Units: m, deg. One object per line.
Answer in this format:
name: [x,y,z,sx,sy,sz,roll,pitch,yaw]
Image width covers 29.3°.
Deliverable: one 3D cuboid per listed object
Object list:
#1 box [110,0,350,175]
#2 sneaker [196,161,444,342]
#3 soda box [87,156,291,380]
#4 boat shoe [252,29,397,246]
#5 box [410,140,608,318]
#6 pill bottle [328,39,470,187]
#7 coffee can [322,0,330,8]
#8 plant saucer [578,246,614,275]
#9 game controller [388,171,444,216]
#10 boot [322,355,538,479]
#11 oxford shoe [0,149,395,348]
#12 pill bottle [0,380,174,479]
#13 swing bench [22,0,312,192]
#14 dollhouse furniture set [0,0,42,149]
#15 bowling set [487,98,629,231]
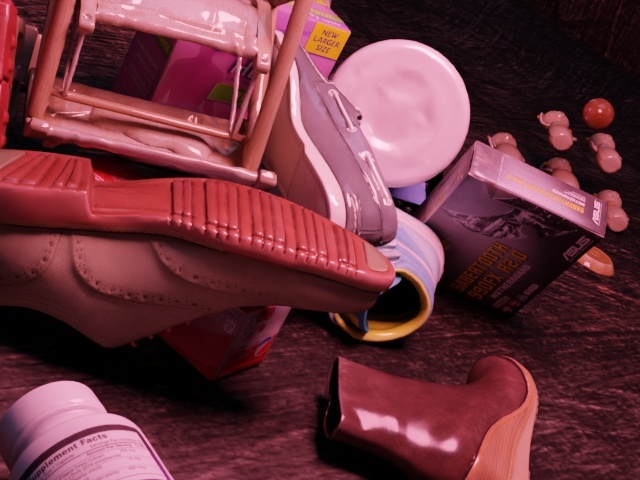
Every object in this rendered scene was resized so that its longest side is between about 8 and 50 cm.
box: [-0.120,-0.206,1.520,0.214,0.243,0.117,12,27,-34]
sneaker: [0.000,0.000,1.377,0.319,0.127,0.208,24,22,-7]
soda box: [-0.158,0.022,1.208,0.263,0.083,0.092,37,24,22]
boat shoe: [-0.001,-0.111,1.355,0.099,0.116,0.319,3,46,-26]
box: [0.212,-0.007,1.498,0.183,0.231,0.056,24,54,-11]
pill bottle: [0.086,-0.165,1.578,0.176,0.176,0.318,26,6,-4]
coffee can: [-0.077,-0.427,2.074,0.202,0.201,0.275,25,23,-8]
plant saucer: [0.432,0.026,1.935,0.083,0.015,0.083,24,23,-11]
game controller: [0.096,-0.084,1.728,0.167,0.067,0.319,24,23,-9]
boot: [0.109,0.156,1.216,0.207,0.090,0.248,27,27,-8]
oxford shoe: [-0.135,0.023,1.084,0.397,0.146,0.140,12,18,-3]
pill bottle: [-0.151,0.188,0.842,0.108,0.108,0.193,5,32,-43]
swing bench: [-0.162,-0.197,1.283,0.253,0.254,0.165,13,0,-19]
dollhouse furniture set: [-0.410,-0.168,1.267,0.201,0.152,0.374,6,3,-9]
bowling set: [0.456,-0.162,2.136,0.287,0.199,0.154,29,22,-8]
